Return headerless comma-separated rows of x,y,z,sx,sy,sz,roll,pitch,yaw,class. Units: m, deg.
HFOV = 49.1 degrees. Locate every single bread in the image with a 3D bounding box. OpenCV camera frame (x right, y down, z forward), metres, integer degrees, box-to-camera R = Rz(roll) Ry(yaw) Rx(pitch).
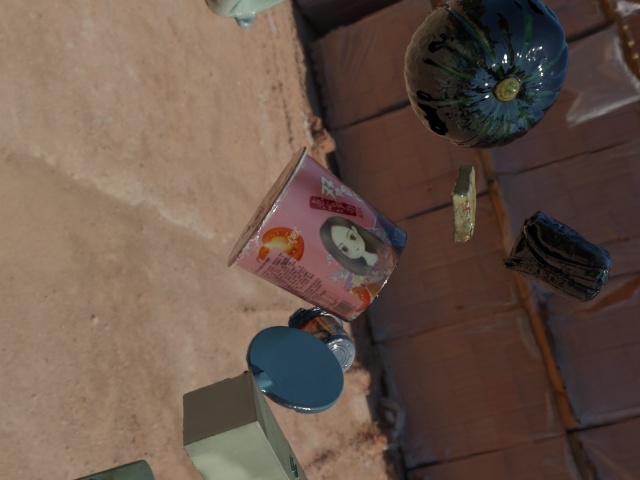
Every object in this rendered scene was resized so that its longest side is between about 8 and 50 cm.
0.199,-0.055,0.968,0.153,0.028,0.068,-55,140,-65,bread

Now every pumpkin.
0.242,-0.275,1.086,0.248,0.248,0.247,-17,90,-72,pumpkin

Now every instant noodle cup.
0.009,0.275,1.803,0.208,0.177,0.125,33,3,-37,instant noodle cup
0.000,0.000,1.190,0.231,0.243,0.243,32,29,-9,instant noodle cup

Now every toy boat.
-0.072,-0.323,0.884,0.134,0.208,0.078,-24,104,-34,toy boat

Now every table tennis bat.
-0.075,0.268,1.426,0.215,0.044,0.329,50,30,21,table tennis bat

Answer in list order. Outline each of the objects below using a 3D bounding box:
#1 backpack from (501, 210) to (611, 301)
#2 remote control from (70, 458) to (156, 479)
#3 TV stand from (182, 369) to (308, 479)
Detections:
0.412,0.031,1.201,0.106,0.165,0.120,-36,153,-47,backpack
-0.371,0.410,1.002,0.038,0.286,0.123,107,-33,-57,remote control
-0.070,0.280,0.823,0.082,0.088,0.269,-105,177,-55,TV stand
